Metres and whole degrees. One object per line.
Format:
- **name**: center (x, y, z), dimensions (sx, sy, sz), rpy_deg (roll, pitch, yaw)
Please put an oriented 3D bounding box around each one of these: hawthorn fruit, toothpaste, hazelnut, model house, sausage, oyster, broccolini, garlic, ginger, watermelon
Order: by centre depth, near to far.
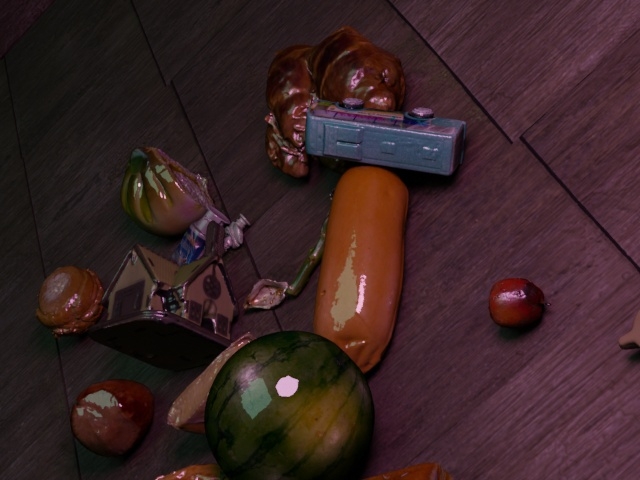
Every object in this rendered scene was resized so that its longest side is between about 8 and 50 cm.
- **hawthorn fruit**: center (0.265, 0.084, 1.348), dimensions (0.077, 0.077, 0.077), rpy_deg (-26, 45, 30)
- **watermelon**: center (-0.044, 0.248, 1.397), dimensions (0.242, 0.242, 0.242), rpy_deg (-26, 45, 30)
- **sausage**: center (0.063, 0.047, 1.548), dimensions (0.134, 0.116, 0.354), rpy_deg (2, 60, 10)
- **garlic**: center (-0.152, 0.247, 1.621), dimensions (0.195, 0.101, 0.087), rpy_deg (-45, 43, 4)
- **broccolini**: center (0.002, 0.001, 1.690), dimensions (0.216, 0.067, 0.058), rpy_deg (-56, 0, -5)
- **oyster**: center (-0.094, 0.095, 1.738), dimensions (0.093, 0.034, 0.051), rpy_deg (-5, 74, 31)
- **model house**: center (-0.263, 0.065, 1.760), dimensions (0.205, 0.218, 0.279), rpy_deg (-17, 57, 35)
- **hazelnut**: center (-0.369, 0.313, 1.781), dimensions (0.154, 0.143, 0.143), rpy_deg (-33, 42, 12)
- **ginger**: center (0.017, -0.251, 1.793), dimensions (0.357, 0.152, 0.274), rpy_deg (-2, 60, 47)
- **toothpaste**: center (-0.275, 0.053, 1.944), dimensions (0.266, 0.061, 0.096), rpy_deg (-54, 38, 9)

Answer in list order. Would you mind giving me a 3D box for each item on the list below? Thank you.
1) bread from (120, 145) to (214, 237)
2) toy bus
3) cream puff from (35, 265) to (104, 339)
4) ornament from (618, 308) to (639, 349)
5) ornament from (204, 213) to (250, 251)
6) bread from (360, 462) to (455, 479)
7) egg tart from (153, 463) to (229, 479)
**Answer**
- **bread**: center (-0.329, -0.091, 2.025), dimensions (0.260, 0.158, 0.156), rpy_deg (2, 66, 49)
- **toy bus**: center (0.100, -0.168, 1.597), dimensions (0.261, 0.091, 0.109), rpy_deg (9, 25, 15)
- **cream puff**: center (-0.516, 0.132, 2.071), dimensions (0.150, 0.115, 0.165), rpy_deg (-7, 47, 34)
- **ornament**: center (0.477, 0.047, 1.166), dimensions (0.245, 0.061, 0.230), rpy_deg (-7, 59, 41)
- **ornament**: center (-0.172, -0.007, 1.888), dimensions (0.068, 0.041, 0.092), rpy_deg (-6, 43, 47)
- **bread**: center (0.088, 0.413, 1.241), dimensions (0.184, 0.110, 0.234), rpy_deg (-24, 47, 33)
- **egg tart**: center (-0.180, 0.471, 1.425), dimensions (0.297, 0.132, 0.297), rpy_deg (2, 57, -3)
